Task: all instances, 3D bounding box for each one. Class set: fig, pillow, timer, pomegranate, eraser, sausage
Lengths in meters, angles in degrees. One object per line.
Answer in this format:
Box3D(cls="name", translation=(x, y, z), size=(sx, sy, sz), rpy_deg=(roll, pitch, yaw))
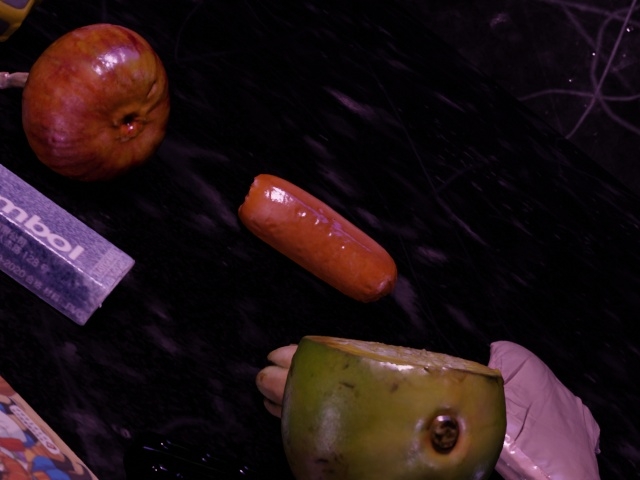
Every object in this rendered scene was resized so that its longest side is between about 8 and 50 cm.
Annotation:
Box3D(cls="fig", translation=(-0.227, -0.132, 1.711), size=(0.149, 0.148, 0.202), rpy_deg=(69, -18, -5))
Box3D(cls="pillow", translation=(0.235, 0.207, 1.822), size=(0.173, 0.067, 0.270), rpy_deg=(41, 19, -3))
Box3D(cls="timer", translation=(-0.070, 0.229, 1.260), size=(0.144, 0.055, 0.187), rpy_deg=(23, 27, -30))
Box3D(cls="pomegranate", translation=(0.033, 0.162, 1.463), size=(0.241, 0.159, 0.190), rpy_deg=(14, 2, 19))
Box3D(cls="eraser", translation=(-0.266, -0.015, 1.493), size=(0.212, 0.046, 0.092), rpy_deg=(35, 18, -2))
Box3D(cls="sausage", translation=(0.000, 0.000, 1.889), size=(0.197, 0.076, 0.076), rpy_deg=(35, 19, -9))

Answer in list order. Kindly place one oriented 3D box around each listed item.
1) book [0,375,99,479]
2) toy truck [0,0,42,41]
Box3D(cls="book", translation=(-0.261, 0.148, 1.146), size=(0.202, 0.027, 0.264), rpy_deg=(44, 20, 19))
Box3D(cls="toy truck", translation=(-0.388, -0.282, 1.805), size=(0.224, 0.147, 0.165), rpy_deg=(27, 45, -34))
